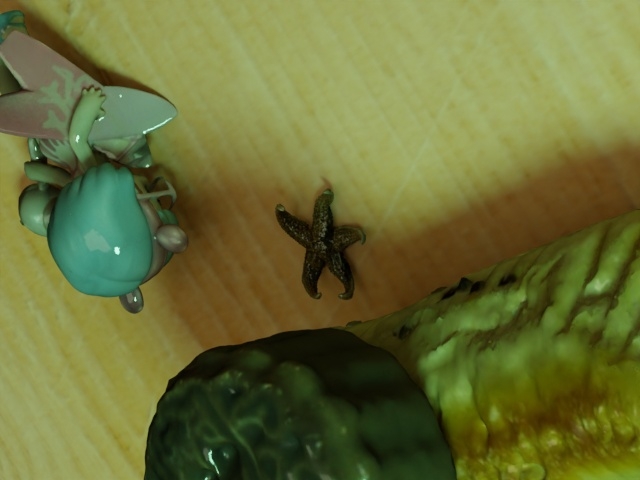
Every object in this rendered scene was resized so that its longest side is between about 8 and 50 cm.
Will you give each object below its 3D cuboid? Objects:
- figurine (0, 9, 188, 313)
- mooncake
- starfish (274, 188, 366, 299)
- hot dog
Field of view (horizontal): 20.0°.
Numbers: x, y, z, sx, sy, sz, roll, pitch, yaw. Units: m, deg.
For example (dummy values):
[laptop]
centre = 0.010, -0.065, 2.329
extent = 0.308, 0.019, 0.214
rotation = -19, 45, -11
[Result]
[figurine]
centre = -0.214, -0.056, 1.464
extent = 0.205, 0.103, 0.260
rotation = -45, 71, 39
[mooncake]
centre = -0.018, 0.171, 1.196
extent = 0.228, 0.124, 0.228
rotation = 12, 105, 48
[starfish]
centre = 0.000, 0.000, 1.376
extent = 0.078, 0.028, 0.091
rotation = 18, 117, 23
[hot dog]
centre = 0.187, 0.167, 1.196
extent = 0.365, 0.196, 0.367
rotation = -32, 82, 53
